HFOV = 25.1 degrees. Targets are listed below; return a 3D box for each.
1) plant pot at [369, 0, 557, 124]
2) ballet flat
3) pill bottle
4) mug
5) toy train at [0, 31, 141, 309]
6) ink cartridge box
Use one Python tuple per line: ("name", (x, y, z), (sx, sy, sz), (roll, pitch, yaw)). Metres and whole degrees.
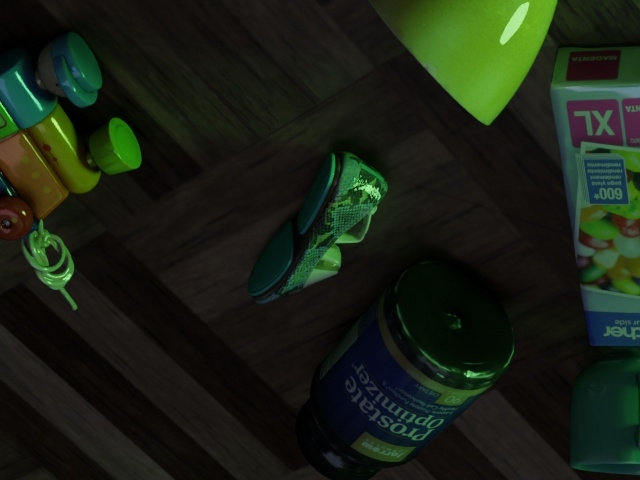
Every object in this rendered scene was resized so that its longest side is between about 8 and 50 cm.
("plant pot", (0.110, -0.163, 1.019), (0.095, 0.134, 0.134), (-42, 110, 14))
("ballet flat", (0.000, 0.000, 1.232), (0.070, 0.070, 0.188), (29, 136, -7))
("pill bottle", (0.066, 0.125, 1.273), (0.123, 0.123, 0.219), (30, 134, -8))
("mug", (0.282, 0.144, 1.208), (0.129, 0.097, 0.158), (9, 166, -23))
("toy train", (-0.215, -0.057, 1.237), (0.143, 0.105, 0.248), (-20, 122, 16))
("ink cartridge box", (0.292, -0.010, 1.123), (0.186, 0.065, 0.311), (-1, 131, 20))
